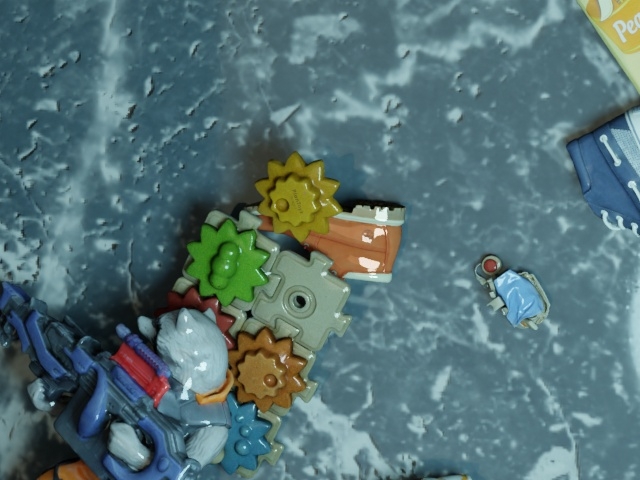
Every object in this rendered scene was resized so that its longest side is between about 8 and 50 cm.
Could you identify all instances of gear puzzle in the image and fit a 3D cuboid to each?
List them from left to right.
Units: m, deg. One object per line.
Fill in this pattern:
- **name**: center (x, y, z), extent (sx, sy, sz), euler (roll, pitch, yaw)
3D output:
- **gear puzzle**: center (-0.066, 0.071, 1.773), extent (0.175, 0.044, 0.339), euler (30, 112, 7)

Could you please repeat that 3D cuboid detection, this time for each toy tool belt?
- **toy tool belt**: center (0.182, 0.049, 1.761), extent (0.052, 0.051, 0.083), euler (-39, 87, 11)

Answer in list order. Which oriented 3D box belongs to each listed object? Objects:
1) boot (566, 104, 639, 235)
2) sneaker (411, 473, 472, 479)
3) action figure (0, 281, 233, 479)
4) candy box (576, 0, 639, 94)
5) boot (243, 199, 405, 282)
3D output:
- **boot**: center (0.304, -0.025, 1.732), extent (0.086, 0.069, 0.190), euler (-26, 82, 18)
- **sneaker**: center (0.156, 0.363, 1.724), extent (0.127, 0.126, 0.321), euler (-22, 72, -15)
- **action figure**: center (-0.201, 0.187, 1.785), extent (0.330, 0.178, 0.341), euler (-57, 48, 19)
- **candy box**: center (0.315, -0.264, 1.693), extent (0.183, 0.087, 0.316), euler (-34, 89, 11)
- **boot**: center (0.000, 0.000, 1.788), extent (0.158, 0.059, 0.085), euler (7, 101, 8)
